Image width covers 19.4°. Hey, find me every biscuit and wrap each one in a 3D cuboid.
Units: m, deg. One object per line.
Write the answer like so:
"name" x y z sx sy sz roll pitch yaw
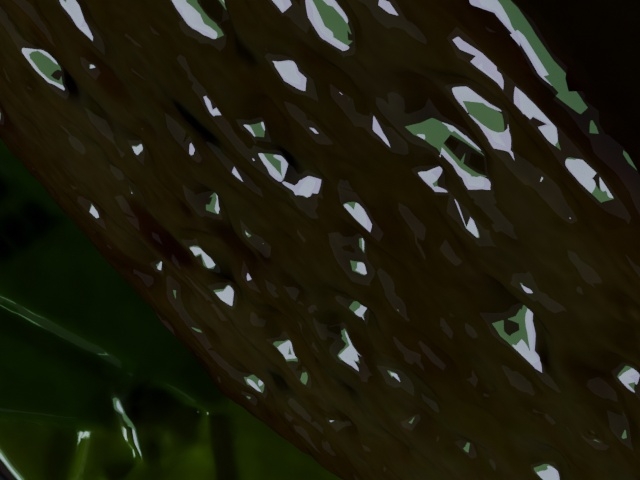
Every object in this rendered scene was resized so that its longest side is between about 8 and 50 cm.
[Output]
"biscuit" -0.004 -0.025 0.530 0.359 0.046 0.359 37 157 18

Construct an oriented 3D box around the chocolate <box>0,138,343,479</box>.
"chocolate" 0.000 0.000 0.762 0.289 0.301 0.137 54 -170 -12
